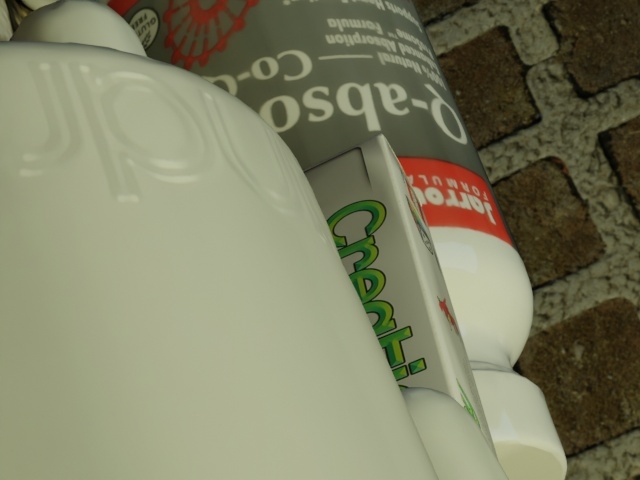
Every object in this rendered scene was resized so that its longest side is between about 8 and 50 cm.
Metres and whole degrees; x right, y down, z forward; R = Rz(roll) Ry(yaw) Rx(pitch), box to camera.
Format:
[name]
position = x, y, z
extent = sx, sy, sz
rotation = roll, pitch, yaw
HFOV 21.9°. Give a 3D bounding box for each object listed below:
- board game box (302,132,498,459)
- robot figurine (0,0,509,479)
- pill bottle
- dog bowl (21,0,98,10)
[board game box]
position = -0.032, 0.096, 0.609
extent = 0.053, 0.193, 0.305
rotation = 59, 11, -34
[robot figurine]
position = -0.064, 0.096, 0.385
extent = 0.200, 0.300, 0.353
rotation = -61, -138, 43
[pill bottle]
position = 0.000, 0.000, 0.961
extent = 0.210, 0.210, 0.363
rotation = 49, 18, -58
[dog bowl]
position = -0.080, -0.243, 0.985
extent = 0.104, 0.265, 0.265
rotation = 63, 10, 6
